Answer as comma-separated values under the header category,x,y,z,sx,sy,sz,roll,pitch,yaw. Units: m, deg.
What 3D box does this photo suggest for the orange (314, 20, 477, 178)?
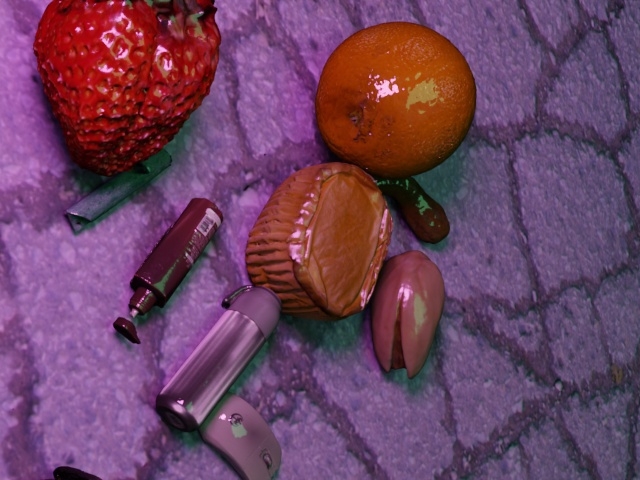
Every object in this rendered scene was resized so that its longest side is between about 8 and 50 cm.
category,x,y,z,sx,sy,sz,roll,pitch,yaw
orange,0.122,-0.232,1.758,0.274,0.274,0.274,4,83,-41

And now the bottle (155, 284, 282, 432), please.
category,x,y,z,sx,sy,sz,roll,pitch,yaw
bottle,-0.154,0.171,1.608,0.096,0.079,0.253,34,59,9

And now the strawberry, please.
category,x,y,z,sx,sy,sz,roll,pitch,yaw
strawberry,-0.272,-0.232,1.443,0.250,0.238,0.288,-3,117,-36

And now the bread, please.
category,x,y,z,sx,sy,sz,roll,pitch,yaw
bread,0.000,0.000,1.717,0.227,0.142,0.253,42,58,-30

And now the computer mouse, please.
category,x,y,z,sx,sy,sz,roll,pitch,yaw
computer mouse,-0.114,0.313,1.644,0.089,0.056,0.181,-49,118,-28

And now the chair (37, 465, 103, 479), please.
category,x,y,z,sx,sy,sz,roll,pitch,yaw
chair,-0.311,0.369,1.409,0.221,0.140,0.145,-15,97,-43

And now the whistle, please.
category,x,y,z,sx,sy,sz,roll,pitch,yaw
whistle,-0.292,-0.076,1.531,0.186,0.039,0.039,-41,113,-35

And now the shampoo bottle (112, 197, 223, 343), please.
category,x,y,z,sx,sy,sz,roll,pitch,yaw
shampoo bottle,-0.227,0.042,1.561,0.068,0.067,0.236,39,62,-11

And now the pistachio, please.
category,x,y,z,sx,sy,sz,roll,pitch,yaw
pistachio,0.152,0.128,1.855,0.136,0.136,0.226,11,85,-41

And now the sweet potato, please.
category,x,y,z,sx,sy,sz,roll,pitch,yaw
sweet potato,0.155,-0.074,1.915,0.233,0.062,0.081,37,65,-30
